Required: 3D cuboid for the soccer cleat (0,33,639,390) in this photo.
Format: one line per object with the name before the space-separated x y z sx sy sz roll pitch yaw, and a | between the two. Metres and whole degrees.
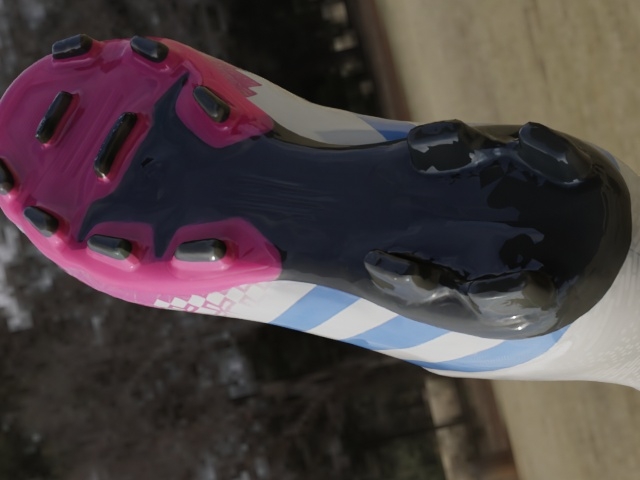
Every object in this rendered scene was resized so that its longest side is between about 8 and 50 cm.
soccer cleat | 0.000 0.000 0.738 0.143 0.331 0.116 40 -111 -52
